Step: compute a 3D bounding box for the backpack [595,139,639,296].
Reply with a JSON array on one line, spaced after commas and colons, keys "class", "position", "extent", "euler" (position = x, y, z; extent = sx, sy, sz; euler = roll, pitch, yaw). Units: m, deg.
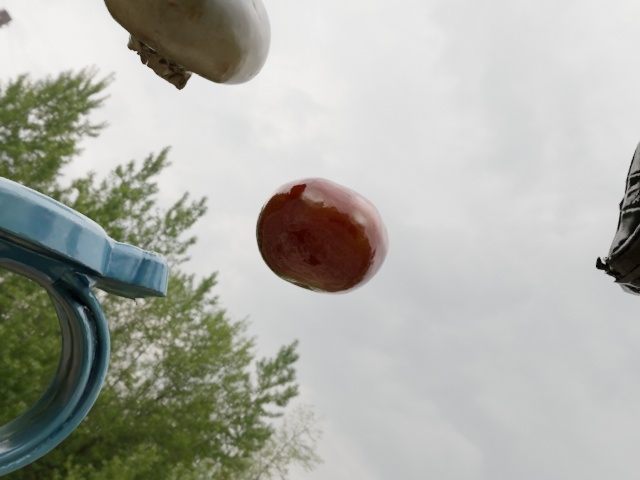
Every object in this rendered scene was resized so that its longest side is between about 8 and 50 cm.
[{"class": "backpack", "position": [0.316, -0.025, 0.463], "extent": [0.119, 0.165, 0.105], "euler": [13, -15, 45]}]

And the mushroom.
[{"class": "mushroom", "position": [-0.172, -0.285, 0.735], "extent": [0.226, 0.226, 0.178], "euler": [32, -67, 14]}]

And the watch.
[{"class": "watch", "position": [-0.234, 0.069, 0.407], "extent": [0.210, 0.194, 0.211], "euler": [17, -18, 6]}]

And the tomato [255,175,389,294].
[{"class": "tomato", "position": [0.000, 0.000, 0.764], "extent": [0.195, 0.136, 0.195], "euler": [21, -15, 6]}]
